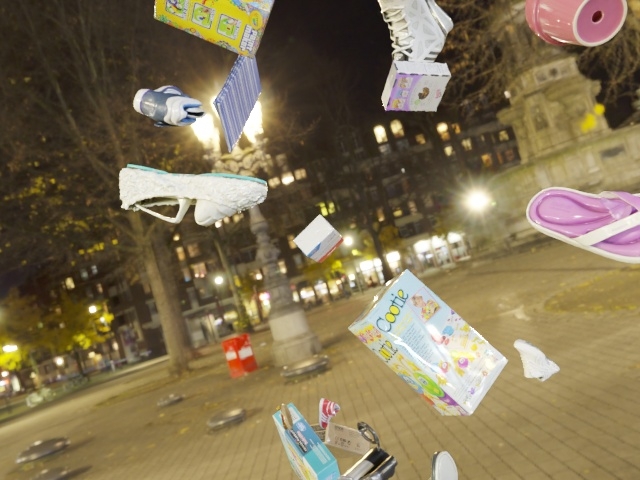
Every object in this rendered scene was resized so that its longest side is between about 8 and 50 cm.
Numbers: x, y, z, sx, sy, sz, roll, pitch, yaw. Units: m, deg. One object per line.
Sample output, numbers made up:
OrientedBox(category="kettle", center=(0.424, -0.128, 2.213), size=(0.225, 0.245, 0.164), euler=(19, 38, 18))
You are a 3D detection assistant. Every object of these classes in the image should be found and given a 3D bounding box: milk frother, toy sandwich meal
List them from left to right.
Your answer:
OrientedBox(category="toy sandwich meal", center=(-0.104, 0.513, 1.633), size=(0.029, 0.086, 0.085), euler=(-21, -5, 4))
OrientedBox(category="milk frother", center=(0.097, 0.531, 1.351), size=(0.134, 0.143, 0.129), euler=(-20, -35, -47))

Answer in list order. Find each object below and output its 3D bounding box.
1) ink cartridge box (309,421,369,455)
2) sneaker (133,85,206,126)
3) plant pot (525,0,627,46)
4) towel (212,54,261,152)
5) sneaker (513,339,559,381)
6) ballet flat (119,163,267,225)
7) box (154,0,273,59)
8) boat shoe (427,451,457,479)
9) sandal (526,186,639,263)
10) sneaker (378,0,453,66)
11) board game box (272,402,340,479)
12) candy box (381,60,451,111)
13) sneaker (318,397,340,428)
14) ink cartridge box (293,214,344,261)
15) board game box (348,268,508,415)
OrientedBox(category="ink cartridge box", center=(0.045, 0.779, 2.193), size=(0.234, 0.088, 0.193), euler=(29, -37, -35))
OrientedBox(category="sneaker", center=(-0.526, -0.496, 2.139), size=(0.236, 0.130, 0.323), euler=(20, 17, 10))
OrientedBox(category="plant pot", center=(0.627, -0.558, 1.361), size=(0.201, 0.202, 0.180), euler=(-17, 37, 2))
OrientedBox(category="towel", center=(-0.297, -0.524, 2.051), size=(0.040, 0.336, 0.243), euler=(11, -32, 13))
OrientedBox(category="sneaker", center=(0.826, 0.478, 2.198), size=(0.115, 0.232, 0.090), euler=(-51, 17, 2))
OrientedBox(category="ballet flat", center=(-0.326, -0.103, 1.429), size=(0.408, 0.147, 0.147), euler=(8, 2, 16))
OrientedBox(category="box", center=(-0.252, -0.688, 1.491), size=(0.278, 0.290, 0.177), euler=(20, -31, -12))
OrientedBox(category="boat shoe", center=(0.340, 0.701, 1.580), size=(0.095, 0.255, 0.079), euler=(-25, 17, -33))
OrientedBox(category="sandal", center=(0.638, -0.050, 1.272), size=(0.102, 0.170, 0.416), euler=(30, -11, -35))
OrientedBox(category="sneaker", center=(0.300, -0.746, 1.991), size=(0.169, 0.258, 0.447), euler=(20, 0, 44))
OrientedBox(category="board game box", center=(-0.029, 0.723, 1.828), size=(0.079, 0.336, 0.253), euler=(-29, 44, -20))
OrientedBox(category="candy box", center=(0.330, -0.533, 1.961), size=(0.196, 0.070, 0.165), euler=(-1, -35, -13))
OrientedBox(category="sneaker", center=(0.031, 0.593, 1.908), size=(0.066, 0.119, 0.042), euler=(8, 24, 24))
OrientedBox(category="ink cartridge box", center=(0.000, 0.000, 2.037), size=(0.134, 0.078, 0.231), euler=(-44, -15, 2))
OrientedBox(category="board game box", center=(0.217, 0.216, 1.176), size=(0.144, 0.275, 0.142), euler=(-46, -3, -21))
